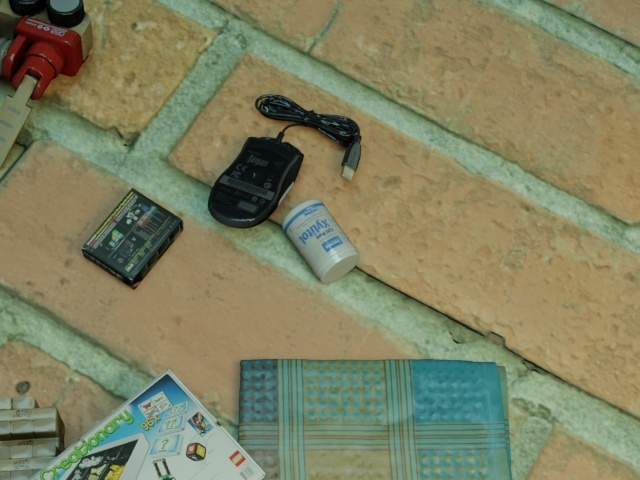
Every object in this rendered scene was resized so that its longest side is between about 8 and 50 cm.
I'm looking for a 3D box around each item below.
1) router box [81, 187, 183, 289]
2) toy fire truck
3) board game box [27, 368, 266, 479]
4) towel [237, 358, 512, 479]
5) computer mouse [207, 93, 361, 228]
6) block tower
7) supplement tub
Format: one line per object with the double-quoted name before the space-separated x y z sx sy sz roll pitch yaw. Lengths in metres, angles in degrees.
"router box" -0.269 -0.003 1.883 0.092 0.038 0.122 33 68 12
"toy fire truck" -0.480 -0.258 1.951 0.217 0.158 0.246 18 55 6
"board game box" -0.243 0.326 1.645 0.305 0.053 0.193 -38 79 -29
"towel" 0.073 0.287 1.762 0.370 0.040 0.271 0 64 0
"computer mouse" -0.045 -0.094 1.925 0.184 0.060 0.262 16 54 10
"block tower" -0.378 0.370 1.674 0.091 0.097 0.335 -4 66 -4
"supplement tub" 0.000 0.000 1.873 0.071 0.071 0.107 -31 69 -15
